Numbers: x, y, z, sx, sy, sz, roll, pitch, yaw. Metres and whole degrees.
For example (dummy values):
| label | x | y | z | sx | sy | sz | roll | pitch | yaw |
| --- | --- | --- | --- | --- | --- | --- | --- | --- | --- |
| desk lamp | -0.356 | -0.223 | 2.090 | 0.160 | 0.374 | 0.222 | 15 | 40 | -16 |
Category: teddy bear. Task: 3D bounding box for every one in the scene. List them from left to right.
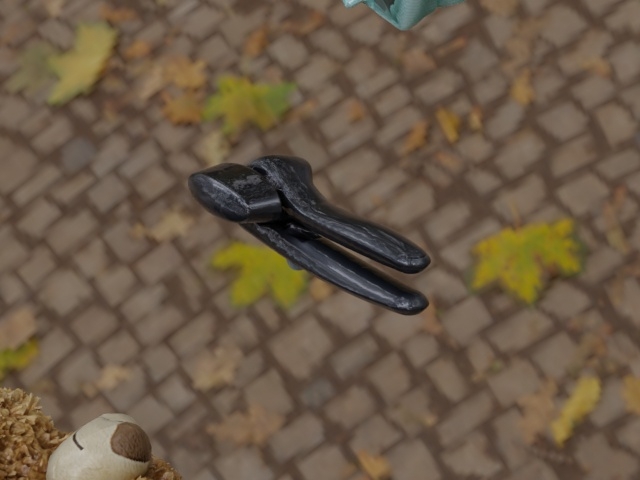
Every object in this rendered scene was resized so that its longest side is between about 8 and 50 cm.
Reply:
| label | x | y | z | sx | sy | sz | roll | pitch | yaw |
| --- | --- | --- | --- | --- | --- | --- | --- | --- | --- |
| teddy bear | -0.221 | 0.124 | 1.196 | 0.338 | 0.245 | 0.113 | 18 | 84 | 36 |

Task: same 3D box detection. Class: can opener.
| label | x | y | z | sx | sy | sz | roll | pitch | yaw |
| --- | --- | --- | --- | --- | --- | --- | --- | --- | --- |
| can opener | 0.000 | 0.000 | 1.145 | 0.073 | 0.059 | 0.186 | -24 | 37 | -32 |

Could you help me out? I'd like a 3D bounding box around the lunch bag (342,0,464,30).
| label | x | y | z | sx | sy | sz | roll | pitch | yaw |
| --- | --- | --- | --- | --- | --- | --- | --- | --- | --- |
| lunch bag | 0.050 | -0.212 | 0.554 | 0.223 | 0.262 | 0.160 | -28 | -1 | -16 |
